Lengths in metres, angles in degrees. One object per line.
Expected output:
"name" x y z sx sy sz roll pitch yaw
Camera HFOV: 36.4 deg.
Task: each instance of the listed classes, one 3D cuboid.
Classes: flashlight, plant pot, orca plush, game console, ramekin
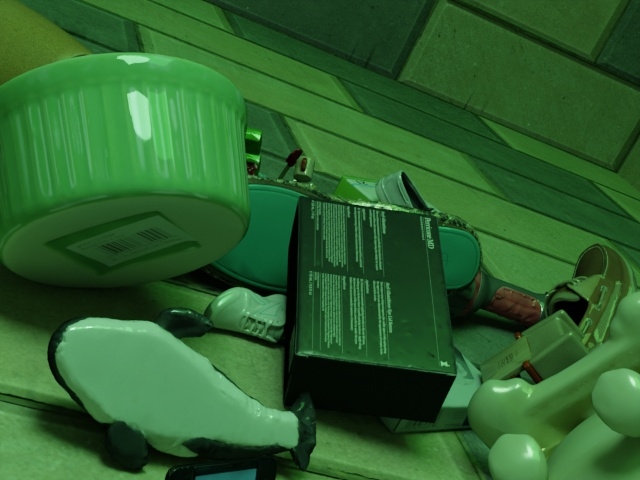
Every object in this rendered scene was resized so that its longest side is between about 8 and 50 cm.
"flashlight" 0.302 0.108 1.609 0.304 0.103 0.103 21 -10 -29
"plant pot" -0.388 -0.194 1.173 0.254 0.237 0.237 17 14 25
"orca plush" -0.139 0.141 0.949 0.287 0.151 0.102 11 -6 -32
"game console" -0.068 0.245 0.821 0.071 0.107 0.122 6 -1 44
"ramekin" -0.219 -0.060 1.060 0.303 0.303 0.148 8 62 -43

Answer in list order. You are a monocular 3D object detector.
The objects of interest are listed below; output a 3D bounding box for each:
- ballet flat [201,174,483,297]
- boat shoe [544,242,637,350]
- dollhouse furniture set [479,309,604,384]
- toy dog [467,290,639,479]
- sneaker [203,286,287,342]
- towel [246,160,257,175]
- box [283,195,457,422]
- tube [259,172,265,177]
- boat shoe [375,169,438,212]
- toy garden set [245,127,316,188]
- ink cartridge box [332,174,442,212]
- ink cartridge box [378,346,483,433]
"ballet flat" 0.000 0.000 1.406 0.483 0.164 0.182 7 6 -25
"boat shoe" 0.429 0.108 1.575 0.116 0.123 0.324 35 40 -11
"dollhouse furniture set" 0.346 0.231 1.291 0.259 0.135 0.262 48 16 -12
"toy dog" 0.324 0.299 0.963 0.395 0.284 0.408 62 14 -11
"sneaker" -0.077 0.096 1.210 0.152 0.053 0.061 6 30 -46
"towel" -0.246 -0.085 1.317 0.199 0.031 0.275 -15 -13 39
"box" 0.054 0.078 1.175 0.184 0.103 0.261 7 43 -6
"tube" -0.182 -0.139 1.691 0.207 0.052 0.080 26 28 -21
"boat shoe" 0.166 -0.035 1.609 0.184 0.063 0.066 58 37 -1
"toy garden set" -0.092 -0.110 1.427 0.204 0.049 0.244 12 -23 0
"ink cartridge box" 0.156 -0.003 1.694 0.189 0.097 0.255 4 29 -48
"ink cartridge box" 0.111 0.163 1.288 0.223 0.045 0.224 7 27 -45
